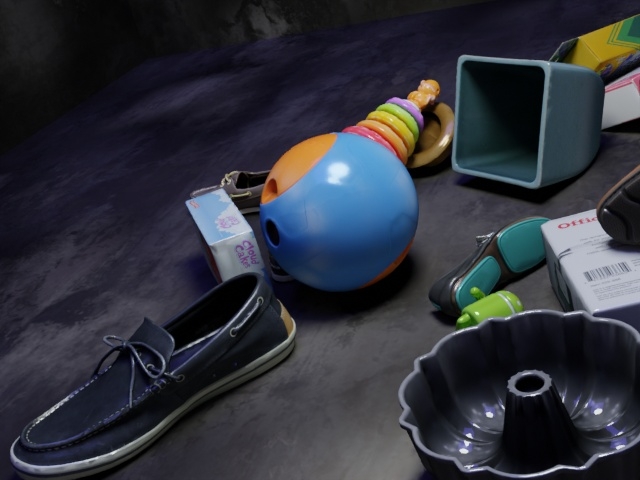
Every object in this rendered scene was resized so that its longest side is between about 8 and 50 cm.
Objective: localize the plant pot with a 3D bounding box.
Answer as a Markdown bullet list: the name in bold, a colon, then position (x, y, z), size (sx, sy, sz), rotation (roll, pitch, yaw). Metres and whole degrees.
- **plant pot**: position (0.456, -0.256, 1.862), size (0.252, 0.247, 0.248), rotation (-8, 17, -35)

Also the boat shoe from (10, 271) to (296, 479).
- **boat shoe**: position (-0.267, 0.205, 1.420), size (0.500, 0.156, 0.187), rotation (-29, 30, -23)

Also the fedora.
- **fedora**: position (0.245, -0.230, 2.063), size (0.194, 0.079, 0.194), rotation (-25, 45, 27)

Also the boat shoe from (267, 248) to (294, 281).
- **boat shoe**: position (0.000, 0.000, 1.774), size (0.233, 0.079, 0.084), rotation (-26, 25, -24)

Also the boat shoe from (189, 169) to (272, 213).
- **boat shoe**: position (-0.173, -0.118, 2.090), size (0.324, 0.097, 0.116), rotation (-1, 29, 28)

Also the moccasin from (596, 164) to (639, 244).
- **moccasin**: position (0.557, -0.127, 1.241), size (0.380, 0.139, 0.147), rotation (-44, 4, 23)

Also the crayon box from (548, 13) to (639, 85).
- **crayon box**: position (0.628, -0.395, 2.043), size (0.323, 0.203, 0.083), rotation (-24, 70, -32)

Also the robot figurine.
- **robot figurine**: position (0.266, 0.120, 1.382), size (0.115, 0.067, 0.101), rotation (-23, 54, -17)

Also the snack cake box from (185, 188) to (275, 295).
- **snack cake box**: position (-0.183, 0.013, 1.762), size (0.089, 0.152, 0.264), rotation (-20, 26, -11)

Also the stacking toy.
- **stacking toy**: position (0.170, -0.256, 1.992), size (0.165, 0.175, 0.302), rotation (18, 60, 47)

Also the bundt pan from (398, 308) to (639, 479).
- **bundt pan**: position (0.268, 0.224, 1.105), size (0.330, 0.124, 0.331), rotation (-13, 26, 7)

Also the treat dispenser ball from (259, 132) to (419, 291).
- **treat dispenser ball**: position (0.034, -0.050, 1.610), size (0.288, 0.288, 0.288), rotation (-13, 25, 6)

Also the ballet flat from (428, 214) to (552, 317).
- **ballet flat**: position (0.288, 0.034, 1.526), size (0.280, 0.095, 0.096), rotation (-31, 17, -30)

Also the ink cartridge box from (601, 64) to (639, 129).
- **ink cartridge box**: position (0.721, -0.339, 1.982), size (0.218, 0.092, 0.158), rotation (-31, 7, -26)

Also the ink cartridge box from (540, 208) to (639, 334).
- **ink cartridge box**: position (0.470, 0.059, 1.325), size (0.211, 0.121, 0.289), rotation (-14, 26, 6)
